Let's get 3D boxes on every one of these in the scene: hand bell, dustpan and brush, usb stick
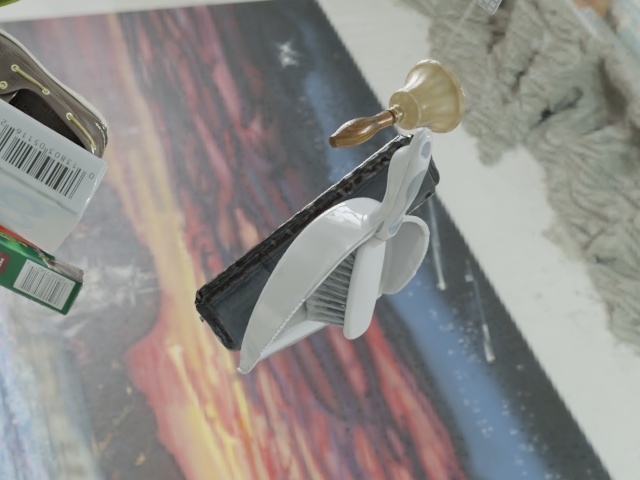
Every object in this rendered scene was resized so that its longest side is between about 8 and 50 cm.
[{"bbox_3d":[0.104,-0.195,1.667,0.126,0.242,0.126,27,-51,38],"label":"hand bell"},{"bbox_3d":[0.028,0.004,0.672,0.060,0.147,0.211,40,-42,30],"label":"dustpan and brush"},{"bbox_3d":[0.000,0.000,1.016,0.045,0.278,0.077,27,-28,58],"label":"usb stick"}]

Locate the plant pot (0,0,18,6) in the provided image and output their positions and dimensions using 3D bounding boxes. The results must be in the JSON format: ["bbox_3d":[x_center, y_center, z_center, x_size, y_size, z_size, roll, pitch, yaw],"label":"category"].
[{"bbox_3d":[-0.653,-0.671,1.909,0.353,0.366,0.367,75,-8,-56],"label":"plant pot"}]

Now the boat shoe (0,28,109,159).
[{"bbox_3d":[-0.459,-0.216,1.570,0.116,0.324,0.097,-43,-154,20],"label":"boat shoe"}]

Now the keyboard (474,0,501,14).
[{"bbox_3d":[0.177,-0.439,1.568,0.256,0.014,0.072,43,-35,16],"label":"keyboard"}]

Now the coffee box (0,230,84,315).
[{"bbox_3d":[-0.321,0.011,1.029,0.040,0.184,0.113,-63,-167,-2],"label":"coffee box"}]

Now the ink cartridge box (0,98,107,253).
[{"bbox_3d":[-0.475,-0.073,1.349,0.385,0.308,0.091,-37,-153,54],"label":"ink cartridge box"}]
